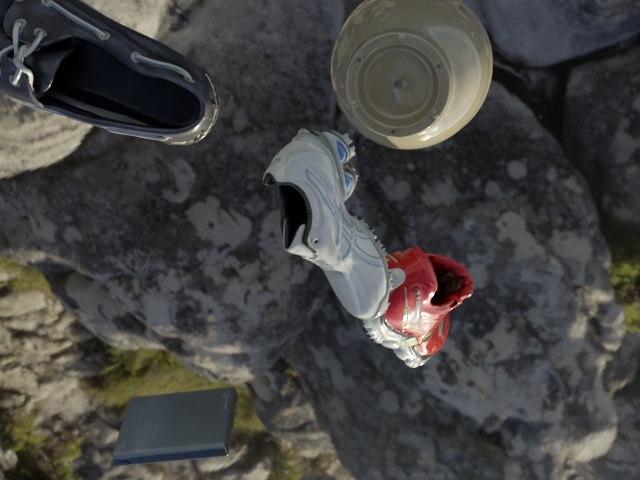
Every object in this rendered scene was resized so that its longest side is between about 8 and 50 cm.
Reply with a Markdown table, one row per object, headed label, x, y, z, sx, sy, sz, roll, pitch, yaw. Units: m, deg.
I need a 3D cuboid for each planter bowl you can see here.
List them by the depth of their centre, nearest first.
| label | x | y | z | sx | sy | sz | roll | pitch | yaw |
| --- | --- | --- | --- | --- | --- | --- | --- | --- | --- |
| planter bowl | 0.081 | -0.157 | 0.786 | 0.162 | 0.109 | 0.162 | 5 | 112 | 11 |

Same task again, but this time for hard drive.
| label | x | y | z | sx | sy | sz | roll | pitch | yaw |
| --- | --- | --- | --- | --- | --- | --- | --- | --- | --- |
| hard drive | -0.169 | 0.219 | 0.973 | 0.135 | 0.094 | 0.022 | -7 | 125 | 8 |

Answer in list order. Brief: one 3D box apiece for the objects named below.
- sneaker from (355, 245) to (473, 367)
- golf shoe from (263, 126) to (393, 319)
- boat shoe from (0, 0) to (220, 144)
| label | x | y | z | sx | sy | sz | roll | pitch | yaw |
| --- | --- | --- | --- | --- | --- | --- | --- | --- | --- |
| sneaker | 0.119 | 0.071 | 0.924 | 0.118 | 0.107 | 0.279 | -26 | 162 | 13 |
| golf shoe | 0.000 | 0.000 | 0.672 | 0.086 | 0.069 | 0.176 | -38 | 116 | -38 |
| boat shoe | -0.155 | -0.111 | 0.477 | 0.206 | 0.065 | 0.075 | 21 | 98 | -15 |
